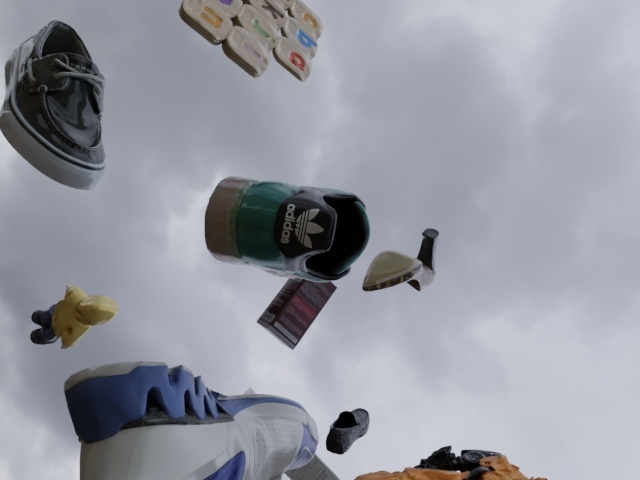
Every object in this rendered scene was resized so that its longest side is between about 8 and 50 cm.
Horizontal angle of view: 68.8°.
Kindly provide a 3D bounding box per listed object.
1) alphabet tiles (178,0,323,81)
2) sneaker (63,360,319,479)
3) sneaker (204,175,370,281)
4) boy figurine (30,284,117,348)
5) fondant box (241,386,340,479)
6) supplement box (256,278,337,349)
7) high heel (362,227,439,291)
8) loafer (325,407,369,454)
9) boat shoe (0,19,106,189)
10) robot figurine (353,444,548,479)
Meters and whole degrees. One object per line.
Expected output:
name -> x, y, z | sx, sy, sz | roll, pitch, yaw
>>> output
alphabet tiles -> -0.114, -0.380, 0.720 | 0.278, 0.284, 0.021 | 32, -39, -28
sneaker -> -0.115, 0.242, 0.449 | 0.127, 0.315, 0.182 | -19, -122, 20
sneaker -> 0.000, 0.000, 0.515 | 0.121, 0.302, 0.108 | 10, -89, 18
boy figurine -> -0.677, 0.201, 1.281 | 0.285, 0.092, 0.177 | -20, -112, 24
fondant box -> -0.113, 0.581, 1.352 | 0.330, 0.096, 0.238 | 46, -17, 1
supplement box -> -0.069, 0.194, 1.426 | 0.073, 0.239, 0.130 | 14, -29, 52
high heel -> 0.188, 0.101, 1.101 | 0.093, 0.261, 0.186 | 33, -41, 35
loafer -> 0.082, 0.503, 1.280 | 0.076, 0.223, 0.078 | 7, -84, 26
boat shoe -> -0.362, -0.209, 0.646 | 0.119, 0.121, 0.335 | -46, -122, 17
robot figurine -> 0.127, 0.317, 0.517 | 0.211, 0.291, 0.085 | -164, -111, -76
